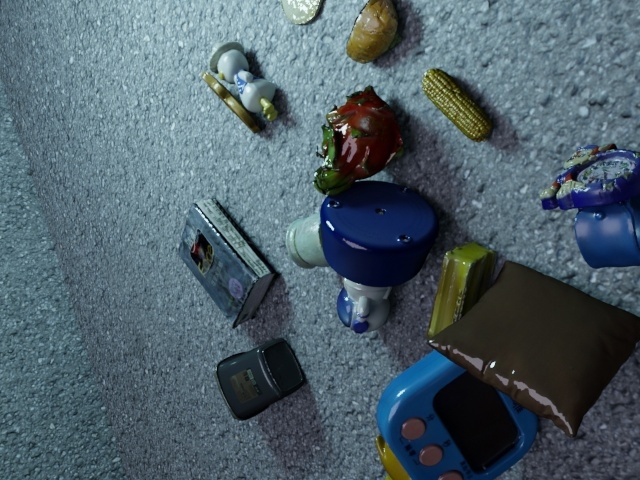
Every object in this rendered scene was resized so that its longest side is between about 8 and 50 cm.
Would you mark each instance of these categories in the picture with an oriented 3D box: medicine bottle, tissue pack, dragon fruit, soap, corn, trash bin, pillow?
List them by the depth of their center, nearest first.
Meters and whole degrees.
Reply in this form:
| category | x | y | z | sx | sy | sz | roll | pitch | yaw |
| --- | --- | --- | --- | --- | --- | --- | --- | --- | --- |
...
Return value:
| category | x | y | z | sx | sy | sz | roll | pitch | yaw |
| --- | --- | --- | --- | --- | --- | --- | --- | --- | --- |
| pillow | 0.412 | 0.187 | 1.114 | 0.305 | 0.308 | 0.108 | 28 | 142 | 35 |
| corn | 0.289 | -0.293 | 1.249 | 0.207 | 0.068 | 0.068 | 54 | 132 | 20 |
| soap | 0.312 | 0.127 | 1.297 | 0.076 | 0.135 | 0.233 | 23 | 117 | 38 |
| dragon fruit | 0.068 | -0.233 | 1.350 | 0.200 | 0.269 | 0.198 | 57 | 163 | 9 |
| medicine bottle | 0.000 | 0.000 | 1.552 | 0.143 | 0.147 | 0.147 | -14 | 92 | 48 |
| trash bin | -0.207 | 0.443 | 1.857 | 0.290 | 0.182 | 0.209 | -33 | 77 | 38 |
| tissue pack | -0.312 | 0.068 | 1.890 | 0.361 | 0.122 | 0.259 | 49 | 133 | 20 |

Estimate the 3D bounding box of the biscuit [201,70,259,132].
| category | x | y | z | sx | sy | sz | roll | pitch | yaw |
| --- | --- | --- | --- | --- | --- | --- | --- | --- | --- |
| biscuit | -0.257 | -0.403 | 1.699 | 0.036 | 0.166 | 0.225 | -43 | 75 | -1 |

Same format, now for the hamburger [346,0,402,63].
| category | x | y | z | sx | sy | sz | roll | pitch | yaw |
| --- | --- | --- | --- | --- | --- | --- | --- | --- | --- |
| hamburger | 0.129 | -0.478 | 1.336 | 0.102 | 0.087 | 0.176 | 48 | 127 | 26 |

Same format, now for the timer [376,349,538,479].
| category | x | y | z | sx | sy | sz | roll | pitch | yaw |
| --- | --- | --- | --- | --- | --- | --- | --- | --- | --- |
| timer | 0.295 | 0.384 | 1.253 | 0.340 | 0.309 | 0.115 | 57 | 177 | -22 |

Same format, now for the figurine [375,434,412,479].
| category | x | y | z | sx | sy | sz | roll | pitch | yaw |
| --- | --- | --- | --- | --- | --- | --- | --- | --- | --- |
| figurine | 0.249 | 0.520 | 1.439 | 0.228 | 0.215 | 0.215 | -29 | 81 | 31 |

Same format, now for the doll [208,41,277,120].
| category | x | y | z | sx | sy | sz | roll | pitch | yaw |
| --- | --- | --- | --- | --- | --- | --- | --- | --- | --- |
| doll | -0.221 | -0.460 | 1.655 | 0.293 | 0.119 | 0.138 | 54 | 174 | 17 |

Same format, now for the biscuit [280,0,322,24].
| category | x | y | z | sx | sy | sz | roll | pitch | yaw |
| --- | --- | --- | --- | --- | --- | --- | --- | --- | --- |
| biscuit | -0.052 | -0.637 | 1.510 | 0.152 | 0.020 | 0.152 | 14 | 112 | 40 |

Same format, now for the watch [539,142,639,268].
| category | x | y | z | sx | sy | sz | roll | pitch | yaw |
| --- | --- | --- | --- | --- | --- | --- | --- | --- | --- |
| watch | 0.519 | -0.053 | 1.032 | 0.171 | 0.196 | 0.200 | -2 | 122 | 54 |

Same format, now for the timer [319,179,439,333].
| category | x | y | z | sx | sy | sz | roll | pitch | yaw |
| --- | --- | --- | --- | --- | --- | --- | --- | --- | --- |
| timer | 0.118 | 0.077 | 1.418 | 0.270 | 0.270 | 0.383 | 36 | 137 | 31 |
